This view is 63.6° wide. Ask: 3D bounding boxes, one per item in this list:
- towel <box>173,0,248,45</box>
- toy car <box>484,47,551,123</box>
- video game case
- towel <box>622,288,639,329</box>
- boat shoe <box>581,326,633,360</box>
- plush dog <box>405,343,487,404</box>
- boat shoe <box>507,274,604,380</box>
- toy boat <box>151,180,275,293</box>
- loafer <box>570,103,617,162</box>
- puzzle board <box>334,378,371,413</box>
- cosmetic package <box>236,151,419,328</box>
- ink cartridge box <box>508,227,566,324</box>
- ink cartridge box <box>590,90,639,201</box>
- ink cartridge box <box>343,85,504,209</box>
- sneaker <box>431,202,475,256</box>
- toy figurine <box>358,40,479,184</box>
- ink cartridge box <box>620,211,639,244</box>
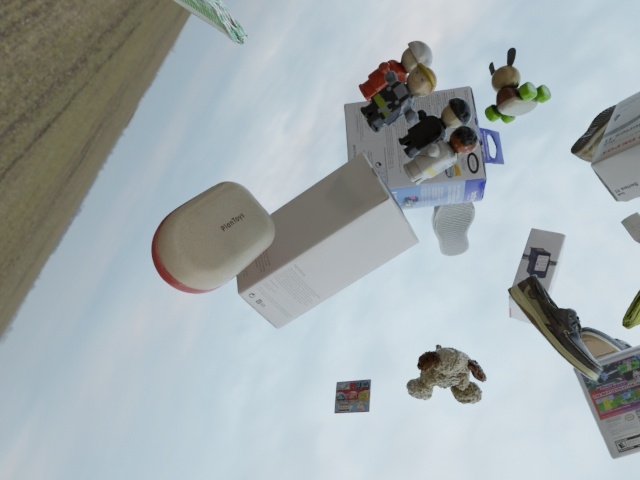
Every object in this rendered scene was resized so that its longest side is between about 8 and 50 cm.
[{"bbox_3d":[-0.301,-0.558,1.164,0.038,0.247,0.325,-55,178,7],"label":"towel"},{"bbox_3d":[0.576,-0.477,1.568,0.155,0.148,0.189,-29,-109,51],"label":"toy car"},{"bbox_3d":[0.595,0.283,0.939,0.201,0.184,0.023,-23,-179,13],"label":"video game case"},{"bbox_3d":[0.482,0.035,0.658,0.021,0.237,0.102,51,-28,40],"label":"towel"},{"bbox_3d":[0.705,0.282,1.233,0.103,0.285,0.092,-45,-163,44],"label":"boat shoe"},{"bbox_3d":[0.434,0.432,1.755,0.225,0.262,0.211,94,3,-63],"label":"plush dog"},{"bbox_3d":[0.297,0.102,0.644,0.049,0.056,0.152,-46,-130,15],"label":"boat shoe"},{"bbox_3d":[-0.199,0.007,0.910,0.151,0.151,0.231,-38,-176,41],"label":"toy boat"},{"bbox_3d":[0.559,-0.212,1.020,0.148,0.050,0.056,-45,-166,1],"label":"loafer"},{"bbox_3d":[0.096,0.473,1.565,0.128,0.011,0.097,-16,-126,35],"label":"puzzle board"},{"bbox_3d":[0.000,0.000,1.113,0.365,0.155,0.197,-31,-143,12],"label":"cosmetic package"},{"bbox_3d":[0.637,0.108,1.519,0.100,0.172,0.237,16,-110,27],"label":"ink cartridge box"},{"bbox_3d":[0.541,-0.173,0.817,0.208,0.087,0.153,-51,-168,-34],"label":"ink cartridge box"},{"bbox_3d":[0.269,-0.231,1.334,0.394,0.151,0.270,-6,-110,11],"label":"ink cartridge box"},{"bbox_3d":[0.416,-0.087,1.679,0.135,0.366,0.150,-10,-120,4],"label":"sneaker"},{"bbox_3d":[0.179,-0.229,0.916,0.148,0.213,0.210,-32,-157,21],"label":"toy figurine"},{"bbox_3d":[0.893,0.047,1.332,0.056,0.180,0.225,-43,-153,32],"label":"ink cartridge box"}]
